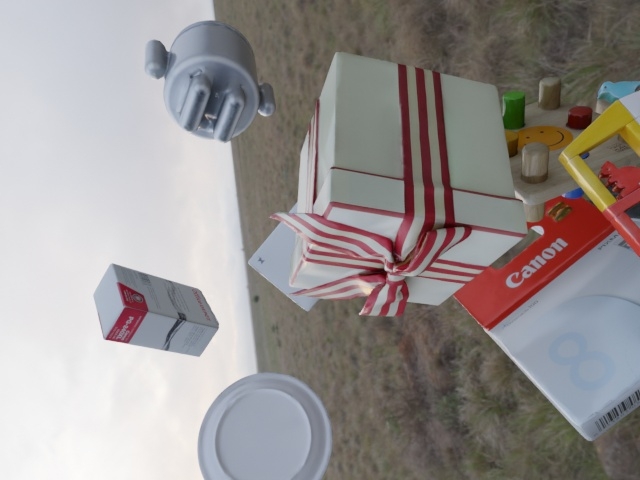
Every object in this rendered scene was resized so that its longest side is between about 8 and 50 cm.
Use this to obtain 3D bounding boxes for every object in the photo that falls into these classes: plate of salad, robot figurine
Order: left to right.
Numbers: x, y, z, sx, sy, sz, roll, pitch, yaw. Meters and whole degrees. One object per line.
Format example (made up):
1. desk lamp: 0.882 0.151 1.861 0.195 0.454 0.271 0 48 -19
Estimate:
1. robot figurine: -0.241 -0.360 1.164 0.199 0.300 0.353 -55 29 32
2. plate of salad: -0.081 0.295 0.773 0.048 0.200 0.199 81 178 -58

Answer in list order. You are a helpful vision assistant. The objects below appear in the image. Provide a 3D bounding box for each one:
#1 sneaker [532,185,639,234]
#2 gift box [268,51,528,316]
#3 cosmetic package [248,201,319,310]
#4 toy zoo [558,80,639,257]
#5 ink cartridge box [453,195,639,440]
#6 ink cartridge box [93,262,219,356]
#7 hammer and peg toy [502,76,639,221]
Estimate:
1. sneaker: 0.672 -0.075 1.310 0.146 0.296 0.104 -60 -35 -36
2. gift box: 0.072 -0.050 0.678 0.255 0.277 0.258 108 165 -60
3. cosmetic package: 0.000 0.000 0.969 0.138 0.224 0.224 39 177 4
4. toy zoo: 0.439 -0.079 0.640 0.293 0.192 0.030 58 -176 17
5. ink cartridge box: 0.410 0.072 0.855 0.091 0.308 0.385 46 -174 -43
6. ink cartridge box: -0.238 0.104 0.761 0.063 0.151 0.109 -57 40 11
7. hammer and peg toy: 0.419 -0.177 0.870 0.266 0.362 0.127 -125 18 -53
